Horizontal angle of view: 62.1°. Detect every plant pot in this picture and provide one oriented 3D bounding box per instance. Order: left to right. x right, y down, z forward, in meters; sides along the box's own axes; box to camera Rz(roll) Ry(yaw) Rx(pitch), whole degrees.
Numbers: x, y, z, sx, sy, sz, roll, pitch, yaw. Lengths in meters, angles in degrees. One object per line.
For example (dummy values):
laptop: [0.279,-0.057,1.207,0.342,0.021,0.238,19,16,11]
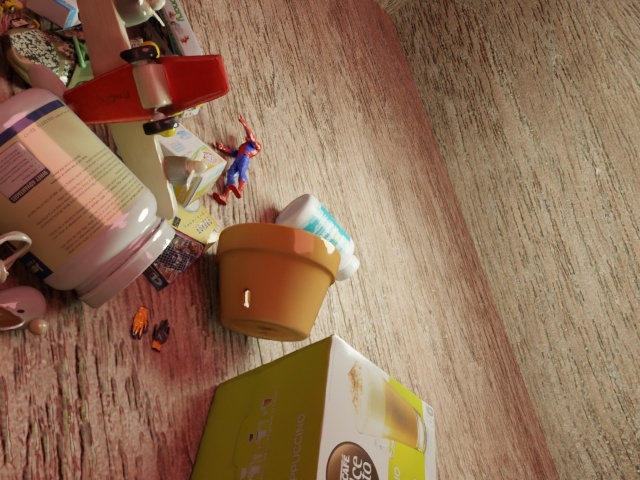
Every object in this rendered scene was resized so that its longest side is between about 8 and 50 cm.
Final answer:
plant pot: [-0.109,0.110,1.219,0.291,0.291,0.203,30,59,-40]

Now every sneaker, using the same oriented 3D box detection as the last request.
sneaker: [-0.473,-0.405,1.166,0.410,0.182,0.157,-7,71,-56]

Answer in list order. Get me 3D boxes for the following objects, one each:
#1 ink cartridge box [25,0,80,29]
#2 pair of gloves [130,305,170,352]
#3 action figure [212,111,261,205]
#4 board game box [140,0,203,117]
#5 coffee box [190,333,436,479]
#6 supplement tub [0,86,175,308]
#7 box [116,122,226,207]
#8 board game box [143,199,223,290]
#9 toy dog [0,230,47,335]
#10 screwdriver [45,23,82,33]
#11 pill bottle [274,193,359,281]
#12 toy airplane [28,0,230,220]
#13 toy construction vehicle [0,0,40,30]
ink cartridge box: [-0.581,-0.527,1.190,0.089,0.052,0.122,31,28,-15]
pair of gloves: [-0.340,0.176,1.065,0.083,0.010,0.074,41,37,-31]
action figure: [-0.239,-0.237,1.453,0.139,0.092,0.280,53,31,-30]
board game box: [-0.380,-0.499,1.370,0.053,0.193,0.305,-21,83,-29]
coffee box: [-0.011,0.443,1.012,0.334,0.338,0.337,42,36,-28]
supplement tub: [-0.435,-0.065,0.904,0.324,0.236,0.235,49,33,-19]
box: [-0.337,-0.189,1.214,0.203,0.103,0.114,40,33,0]
board game box: [-0.334,-0.018,1.195,0.165,0.042,0.243,54,32,-11]
toy dog: [-0.491,0.151,0.710,0.161,0.220,0.334,41,40,9]
screwdriver: [-0.586,-0.493,1.239,0.024,0.025,0.170,55,41,-12]
pill bottle: [0.000,0.000,1.560,0.264,0.146,0.146,47,34,-21]
toy airplane: [-0.361,-0.280,1.037,0.384,0.386,0.272,39,36,9]
toy construction vehicle: [-0.651,-0.467,1.110,0.086,0.035,0.098,40,33,-12]
